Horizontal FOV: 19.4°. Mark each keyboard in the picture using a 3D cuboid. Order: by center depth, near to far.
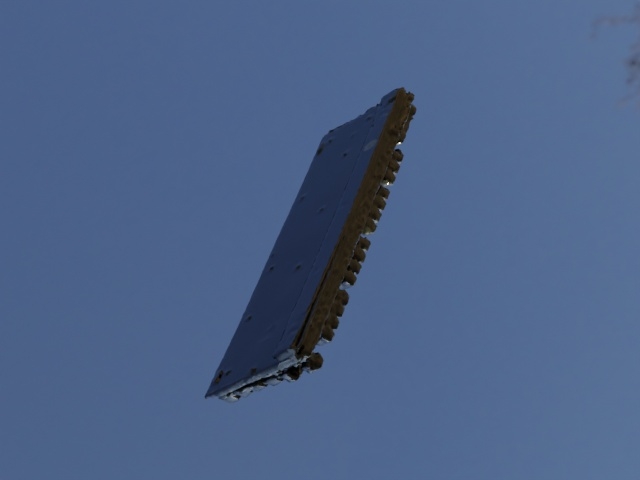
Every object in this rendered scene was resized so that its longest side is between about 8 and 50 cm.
[{"bbox_3d":[0.001,0.001,1.005,0.023,0.072,0.231,47,-142,-20],"label":"keyboard"}]
